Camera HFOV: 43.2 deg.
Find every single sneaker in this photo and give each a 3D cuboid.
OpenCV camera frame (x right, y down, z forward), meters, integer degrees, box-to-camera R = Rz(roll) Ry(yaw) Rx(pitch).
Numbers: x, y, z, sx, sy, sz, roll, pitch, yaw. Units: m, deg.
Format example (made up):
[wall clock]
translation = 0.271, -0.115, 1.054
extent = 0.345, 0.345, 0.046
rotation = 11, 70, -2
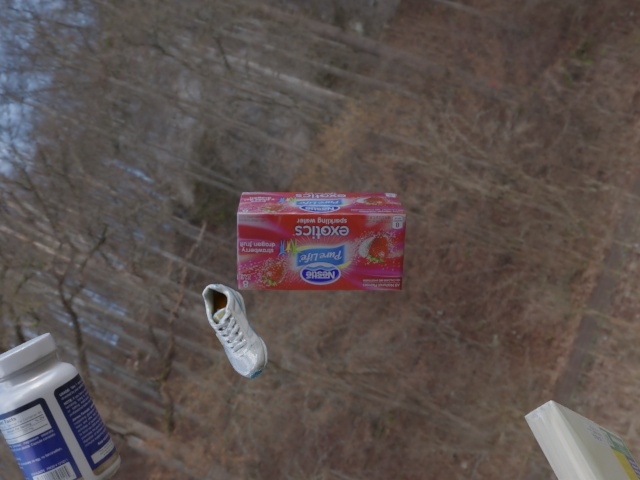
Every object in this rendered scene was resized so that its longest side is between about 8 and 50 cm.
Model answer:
[sneaker]
translation = -0.188, 0.193, 1.713
extent = 0.087, 0.229, 0.092
rotation = -37, -34, 10

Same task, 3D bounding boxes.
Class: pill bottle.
[pill bottle]
translation = -0.463, 0.303, 1.378
extent = 0.265, 0.153, 0.153
rotation = 66, -153, -5

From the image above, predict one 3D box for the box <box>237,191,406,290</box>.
[box]
translation = 0.000, 0.000, 1.261
extent = 0.122, 0.257, 0.128
rotation = -95, 6, -71

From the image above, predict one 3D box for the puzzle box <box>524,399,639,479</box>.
[puzzle box]
translation = 0.473, 0.412, 1.267
extent = 0.052, 0.272, 0.409
rotation = -37, -36, 17
